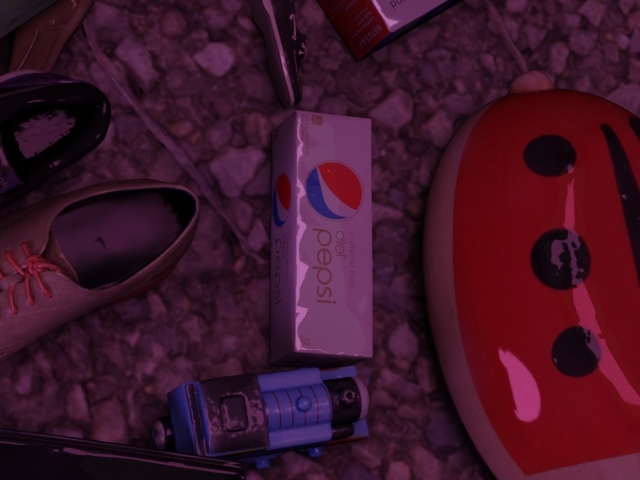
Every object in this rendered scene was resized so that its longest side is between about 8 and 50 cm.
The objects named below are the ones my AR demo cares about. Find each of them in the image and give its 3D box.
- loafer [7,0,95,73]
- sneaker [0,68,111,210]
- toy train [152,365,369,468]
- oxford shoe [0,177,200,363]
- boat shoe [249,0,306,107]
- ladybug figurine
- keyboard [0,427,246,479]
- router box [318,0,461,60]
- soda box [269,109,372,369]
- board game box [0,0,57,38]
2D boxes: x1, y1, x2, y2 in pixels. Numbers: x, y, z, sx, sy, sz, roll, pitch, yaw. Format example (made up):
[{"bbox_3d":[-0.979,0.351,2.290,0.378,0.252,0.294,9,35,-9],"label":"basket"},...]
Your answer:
[{"bbox_3d":[-0.242,-0.163,1.364,0.050,0.056,0.148,32,57,-10],"label":"loafer"},{"bbox_3d":[-0.288,-0.053,1.221,0.283,0.124,0.107,-34,110,-24],"label":"sneaker"},{"bbox_3d":[-0.043,0.144,1.331,0.184,0.105,0.080,-5,79,-22],"label":"toy train"},{"bbox_3d":[-0.251,0.030,1.265,0.348,0.130,0.123,-30,88,-25],"label":"oxford shoe"},{"bbox_3d":[-0.031,-0.180,1.455,0.038,0.046,0.125,-11,72,-19],"label":"boat shoe"},{"bbox_3d":[0.254,0.056,1.440,0.305,0.162,0.449,-16,82,-24],"label":"ladybug figurine"},{"bbox_3d":[-0.216,0.248,1.244,0.317,0.033,0.201,9,89,-6],"label":"keyboard"},{"bbox_3d":[0.093,-0.378,1.533,0.335,0.082,0.301,-34,90,-25],"label":"router box"},{"bbox_3d":[0.000,0.000,1.406,0.074,0.069,0.216,6,74,-20],"label":"soda box"},{"bbox_3d":[-0.308,-0.222,1.217,0.046,0.213,0.317,24,48,31],"label":"board game box"}]
